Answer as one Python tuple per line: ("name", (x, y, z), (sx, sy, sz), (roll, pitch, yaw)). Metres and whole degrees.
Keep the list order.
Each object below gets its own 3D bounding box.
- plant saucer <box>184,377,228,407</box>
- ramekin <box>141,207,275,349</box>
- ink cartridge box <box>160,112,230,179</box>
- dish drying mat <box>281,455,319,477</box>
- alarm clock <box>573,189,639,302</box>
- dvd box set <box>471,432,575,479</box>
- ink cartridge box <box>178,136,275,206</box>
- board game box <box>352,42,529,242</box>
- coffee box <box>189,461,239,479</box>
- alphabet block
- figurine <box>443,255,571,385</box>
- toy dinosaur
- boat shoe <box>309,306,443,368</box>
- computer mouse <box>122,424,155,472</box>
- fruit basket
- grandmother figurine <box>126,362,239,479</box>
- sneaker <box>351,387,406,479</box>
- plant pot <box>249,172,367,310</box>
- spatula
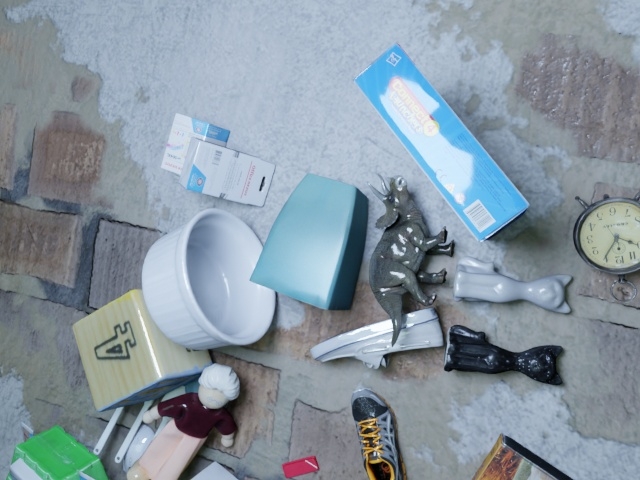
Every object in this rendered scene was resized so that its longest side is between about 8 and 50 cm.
("plant saucer", (-0.254, 0.341, 1.226), (0.119, 0.021, 0.120), (0, 90, 20))
("ramekin", (-0.224, 0.087, 1.084), (0.135, 0.277, 0.277), (-19, 84, 27))
("ink cartridge box", (-0.279, -0.194, 1.189), (0.092, 0.090, 0.143), (20, 97, 18))
("dish drying mat", (-0.044, 0.490, 1.159), (0.083, 0.008, 0.032), (-23, 84, 19))
("alarm clock", (0.507, 0.011, 0.919), (0.129, 0.064, 0.192), (-7, 86, 20))
("dvd box set", (0.359, 0.617, 0.985), (0.307, 0.062, 0.421), (33, 101, 17))
("ink cartridge box", (-0.198, -0.143, 1.145), (0.060, 0.180, 0.104), (29, 103, 55))
("board game box", (0.213, -0.144, 0.897), (0.086, 0.302, 0.308), (-39, 79, 16))
("coffee box", (-0.246, 0.732, 1.063), (0.334, 0.337, 0.338), (32, 103, 17))
("alphabet block", (-0.383, 0.234, 1.171), (0.193, 0.192, 0.197), (-28, 73, 16))
("figurine", (0.343, 0.147, 0.978), (0.209, 0.092, 0.215), (7, 93, 12))
("toy dinosaur", (0.157, 0.039, 1.024), (0.160, 0.121, 0.314), (11, 89, 27))
("boat shoe", (0.110, 0.208, 1.057), (0.267, 0.096, 0.088), (-19, 80, 11))
("computer mouse", (-0.452, 0.537, 1.292), (0.106, 0.042, 0.193), (19, 97, 20))
("fruit basket", (-0.629, 0.651, 1.285), (0.326, 0.165, 0.353), (19, 107, 32))
("grandmother figurine", (-0.276, 0.403, 1.162), (0.342, 0.207, 0.104), (-57, 33, 18))
("sneaker", (0.112, 0.399, 1.062), (0.084, 0.083, 0.215), (-23, 82, 21))
("plant pot", (0.000, 0.000, 1.057), (0.165, 0.165, 0.235), (19, 89, 19))
("spatula", (-0.426, 0.425, 1.266), (0.168, 0.019, 0.242), (25, 84, 14))
